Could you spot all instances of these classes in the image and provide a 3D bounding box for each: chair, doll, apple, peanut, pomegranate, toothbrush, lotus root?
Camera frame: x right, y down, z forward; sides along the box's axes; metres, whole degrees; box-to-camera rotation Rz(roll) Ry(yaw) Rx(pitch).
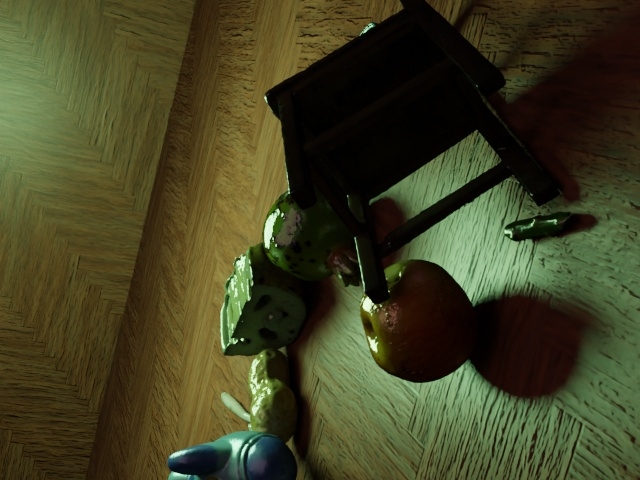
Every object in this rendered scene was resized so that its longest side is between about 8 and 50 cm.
[{"bbox_3d":[0.071,-0.162,1.038,0.241,0.203,0.416,-33,36,10],"label":"chair"},{"bbox_3d":[-0.115,0.415,1.275,0.376,0.187,0.365,-44,49,6],"label":"doll"},{"bbox_3d":[0.111,0.097,0.997,0.146,0.146,0.146,-169,90,-68],"label":"apple"},{"bbox_3d":[-0.084,0.266,1.480,0.192,0.089,0.089,-105,34,-47],"label":"peanut"},{"bbox_3d":[0.000,0.000,1.331,0.205,0.159,0.159,42,122,36],"label":"pomegranate"},{"bbox_3d":[-0.160,0.342,1.699,0.307,0.030,0.025,-171,85,-69],"label":"toothbrush"},{"bbox_3d":[-0.102,0.110,1.534,0.235,0.138,0.119,124,154,-45],"label":"lotus root"}]

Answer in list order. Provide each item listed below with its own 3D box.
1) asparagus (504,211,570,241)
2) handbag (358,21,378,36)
[{"bbox_3d":[0.235,-0.015,0.912,0.108,0.021,0.025,163,112,-65],"label":"asparagus"},{"bbox_3d":[0.066,-0.244,1.407,0.221,0.057,0.144,142,131,-58],"label":"handbag"}]
